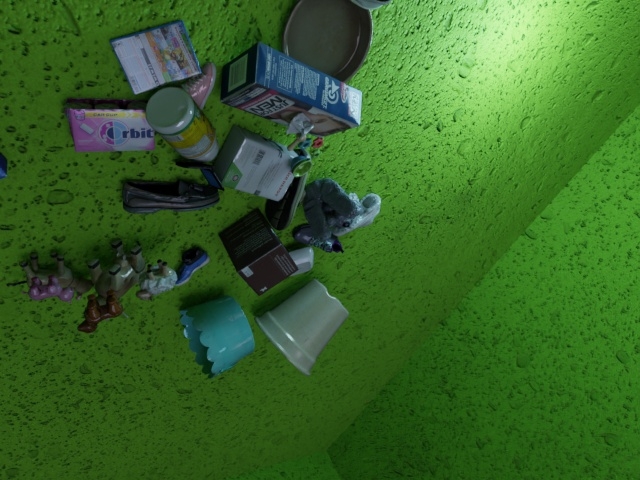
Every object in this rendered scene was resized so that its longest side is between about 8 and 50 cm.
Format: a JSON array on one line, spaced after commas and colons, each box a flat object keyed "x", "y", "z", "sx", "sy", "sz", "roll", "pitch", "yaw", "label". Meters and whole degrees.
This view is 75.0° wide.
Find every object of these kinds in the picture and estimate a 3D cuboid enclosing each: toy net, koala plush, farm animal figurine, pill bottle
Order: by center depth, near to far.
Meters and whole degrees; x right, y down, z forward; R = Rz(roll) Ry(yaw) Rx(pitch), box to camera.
[{"x": -0.333, "y": -0.277, "z": 1.046, "sx": 0.117, "sy": 0.118, "sz": 0.208, "roll": -35, "pitch": 163, "yaw": -2, "label": "pill bottle"}, {"x": -0.036, "y": -0.271, "z": 1.170, "sx": 0.122, "sy": 0.045, "sz": 0.232, "roll": -27, "pitch": 160, "yaw": -13, "label": "toy net"}, {"x": -0.633, "y": 0.130, "z": 1.193, "sx": 0.327, "sy": 0.330, "sz": 0.172, "roll": -40, "pitch": 149, "yaw": -45, "label": "farm animal figurine"}, {"x": 0.053, "y": -0.116, "z": 1.508, "sx": 0.196, "sy": 0.203, "sz": 0.221, "roll": -39, "pitch": 163, "yaw": 17, "label": "koala plush"}]

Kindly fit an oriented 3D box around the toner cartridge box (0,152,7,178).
[{"x": -0.811, "y": -0.236, "z": 0.804, "sx": 0.165, "sy": 0.075, "sz": 0.348, "roll": -29, "pitch": 140, "yaw": -11, "label": "toner cartridge box"}]

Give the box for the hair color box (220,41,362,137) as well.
[{"x": -0.069, "y": -0.382, "z": 1.111, "sx": 0.347, "sy": 0.174, "sz": 0.105, "roll": 7, "pitch": 85, "yaw": -41, "label": "hair color box"}]

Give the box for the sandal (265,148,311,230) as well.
[{"x": -0.091, "y": -0.158, "z": 1.384, "sx": 0.086, "sy": 0.120, "sz": 0.303, "roll": -9, "pitch": 135, "yaw": -49, "label": "sandal"}]

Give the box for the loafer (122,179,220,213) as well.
[{"x": -0.418, "y": -0.133, "z": 1.184, "sx": 0.267, "sy": 0.096, "sz": 0.084, "roll": -9, "pitch": 128, "yaw": -27, "label": "loafer"}]

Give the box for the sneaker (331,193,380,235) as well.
[{"x": 0.151, "y": -0.079, "z": 1.658, "sx": 0.232, "sy": 0.090, "sz": 0.115, "roll": -34, "pitch": 144, "yaw": -2, "label": "sneaker"}]

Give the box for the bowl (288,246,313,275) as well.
[{"x": -0.089, "y": 0.089, "z": 1.633, "sx": 0.142, "sy": 0.053, "sz": 0.142, "roll": -15, "pitch": 153, "yaw": -9, "label": "bowl"}]

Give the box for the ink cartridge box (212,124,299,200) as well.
[{"x": -0.188, "y": -0.226, "z": 1.255, "sx": 0.219, "sy": 0.092, "sz": 0.160, "roll": 13, "pitch": 119, "yaw": -44, "label": "ink cartridge box"}]

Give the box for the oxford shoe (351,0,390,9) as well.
[{"x": 0.018, "y": -0.659, "z": 0.921, "sx": 0.449, "sy": 0.130, "sz": 0.169, "roll": 10, "pitch": 107, "yaw": -36, "label": "oxford shoe"}]

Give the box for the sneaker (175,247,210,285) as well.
[{"x": -0.451, "y": 0.083, "z": 1.394, "sx": 0.152, "sy": 0.058, "sz": 0.084, "roll": -38, "pitch": 147, "yaw": -5, "label": "sneaker"}]

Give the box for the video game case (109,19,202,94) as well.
[{"x": -0.375, "y": -0.422, "z": 0.962, "sx": 0.166, "sy": 0.015, "sz": 0.119, "roll": -25, "pitch": 122, "yaw": -14, "label": "video game case"}]

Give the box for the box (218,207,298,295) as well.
[{"x": -0.211, "y": 0.038, "z": 1.415, "sx": 0.167, "sy": 0.203, "sz": 0.168, "roll": -34, "pitch": 141, "yaw": -4, "label": "box"}]

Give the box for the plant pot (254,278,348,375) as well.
[{"x": -0.056, "y": 0.344, "z": 1.773, "sx": 0.305, "sy": 0.334, "sz": 0.334, "roll": -43, "pitch": 142, "yaw": -8, "label": "plant pot"}]

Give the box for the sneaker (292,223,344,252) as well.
[{"x": 0.000, "y": 0.000, "z": 1.613, "sx": 0.223, "sy": 0.098, "sz": 0.083, "roll": 7, "pitch": 124, "yaw": -41, "label": "sneaker"}]

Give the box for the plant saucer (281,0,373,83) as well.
[{"x": 0.016, "y": -0.545, "z": 1.133, "sx": 0.277, "sy": 0.041, "sz": 0.278, "roll": -19, "pitch": 137, "yaw": -19, "label": "plant saucer"}]

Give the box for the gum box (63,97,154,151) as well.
[{"x": -0.502, "y": -0.276, "z": 1.000, "sx": 0.188, "sy": 0.062, "sz": 0.107, "roll": -9, "pitch": 134, "yaw": -30, "label": "gum box"}]

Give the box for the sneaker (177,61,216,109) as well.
[{"x": -0.313, "y": -0.386, "z": 1.038, "sx": 0.070, "sy": 0.051, "sz": 0.134, "roll": 3, "pitch": 131, "yaw": -45, "label": "sneaker"}]

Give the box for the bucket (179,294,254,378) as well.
[{"x": -0.382, "y": 0.349, "z": 1.549, "sx": 0.183, "sy": 0.281, "sz": 0.281, "roll": -21, "pitch": 139, "yaw": -30, "label": "bucket"}]

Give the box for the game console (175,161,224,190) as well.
[{"x": -0.336, "y": -0.179, "z": 1.159, "sx": 0.107, "sy": 0.122, "sz": 0.071, "roll": -4, "pitch": 104, "yaw": -33, "label": "game console"}]
